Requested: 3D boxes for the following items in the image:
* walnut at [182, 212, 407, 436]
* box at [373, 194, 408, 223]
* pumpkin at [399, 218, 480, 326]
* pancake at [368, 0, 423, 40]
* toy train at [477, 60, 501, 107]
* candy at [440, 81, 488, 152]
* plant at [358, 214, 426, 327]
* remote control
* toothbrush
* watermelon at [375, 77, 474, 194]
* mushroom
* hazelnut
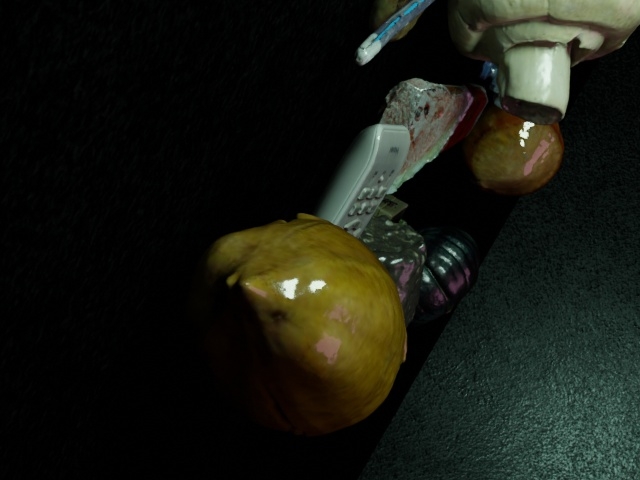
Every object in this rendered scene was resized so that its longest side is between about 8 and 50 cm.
[{"bbox_3d":[-0.028,0.076,1.349,0.209,0.209,0.336,-60,162,-4],"label":"walnut"},{"bbox_3d":[0.081,-0.019,2.005,0.083,0.035,0.079,-65,168,21],"label":"box"},{"bbox_3d":[0.154,0.056,2.226,0.194,0.150,0.194,-45,161,-20],"label":"pumpkin"},{"bbox_3d":[0.116,-0.300,1.482,0.235,0.029,0.212,-57,169,-9],"label":"pancake"},{"bbox_3d":[0.320,-0.338,2.077,0.202,0.131,0.299,-59,172,-52],"label":"toy train"},{"bbox_3d":[0.174,-0.168,1.991,0.086,0.059,0.292,-64,168,22],"label":"candy"},{"bbox_3d":[0.057,0.071,1.888,0.129,0.132,0.194,-36,148,-58],"label":"plant"},{"bbox_3d":[0.000,0.000,1.664,0.313,0.055,0.109,-59,164,14],"label":"remote control"},{"bbox_3d":[0.105,-0.242,1.453,0.288,0.026,0.024,-45,162,-45],"label":"toothbrush"},{"bbox_3d":[0.106,-0.151,1.728,0.187,0.071,0.139,-46,156,-27],"label":"watermelon"},{"bbox_3d":[0.261,-0.252,1.689,0.260,0.254,0.234,4,81,-39],"label":"mushroom"},{"bbox_3d":[0.298,-0.152,2.356,0.182,0.182,0.182,-57,168,-19],"label":"hazelnut"}]
